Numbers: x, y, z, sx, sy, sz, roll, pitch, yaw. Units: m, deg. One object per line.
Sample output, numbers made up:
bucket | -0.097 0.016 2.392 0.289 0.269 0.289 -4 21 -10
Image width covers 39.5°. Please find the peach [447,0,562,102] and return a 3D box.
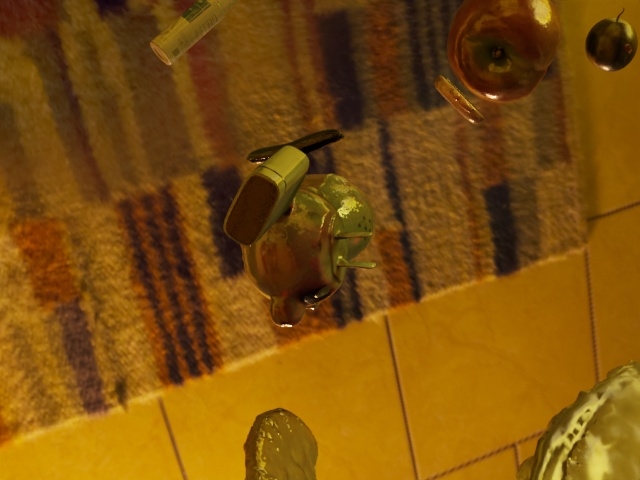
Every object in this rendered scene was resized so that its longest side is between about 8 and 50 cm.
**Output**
peach | 0.387 -0.426 1.887 0.252 0.252 0.253 -7 110 -18

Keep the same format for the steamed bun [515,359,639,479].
steamed bun | 0.159 0.218 0.497 0.290 0.273 0.272 -38 145 -24

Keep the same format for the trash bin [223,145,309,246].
trash bin | -0.076 -0.066 1.280 0.059 0.130 0.116 33 120 4

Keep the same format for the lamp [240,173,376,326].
lamp | 0.000 0.000 1.556 0.247 0.301 0.247 5 108 25

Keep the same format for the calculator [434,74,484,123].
calculator | 0.227 -0.231 1.463 0.103 0.166 0.024 44 104 -3

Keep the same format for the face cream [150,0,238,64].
face cream | -0.133 -0.251 0.999 0.130 0.034 0.034 -44 117 -13

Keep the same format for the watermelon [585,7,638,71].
watermelon | 0.603 -0.416 1.837 0.105 0.105 0.133 -3 121 -19

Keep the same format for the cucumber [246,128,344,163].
cucumber | -0.044 -0.161 1.551 0.184 0.033 0.036 -15 135 16

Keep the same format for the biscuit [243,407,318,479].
biscuit | -0.045 0.277 1.048 0.038 0.290 0.141 -25 112 13
